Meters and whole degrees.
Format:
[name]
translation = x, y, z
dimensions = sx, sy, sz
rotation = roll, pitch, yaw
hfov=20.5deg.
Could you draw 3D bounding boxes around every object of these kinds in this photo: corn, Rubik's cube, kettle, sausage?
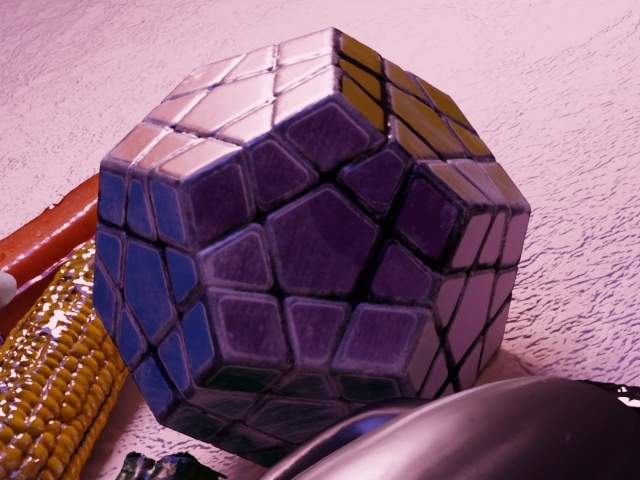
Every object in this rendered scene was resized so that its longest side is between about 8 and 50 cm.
[corn]
translation = -0.220, 0.117, 1.449
dimensions = 0.115, 0.115, 0.318
rotation = -12, 34, 30
[Rubik's cube]
translation = -0.009, 0.010, 1.264
dimensions = 0.264, 0.319, 0.319
rotation = -12, 14, -31
[kettle]
translation = 0.079, 0.180, 0.964
dimensions = 0.271, 0.207, 0.251
rotation = -35, -2, -37
[sausage]
translation = -0.269, 0.037, 1.687
dimensions = 0.330, 0.102, 0.102
rotation = -36, 26, -22

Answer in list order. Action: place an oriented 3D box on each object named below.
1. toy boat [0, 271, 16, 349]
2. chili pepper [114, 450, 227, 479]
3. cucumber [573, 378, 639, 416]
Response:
[toy boat]
translation = -0.346, 0.128, 1.562
dimensions = 0.227, 0.155, 0.085
rotation = -33, -16, -11
[chili pepper]
translation = -0.139, 0.241, 1.206
dimensions = 0.088, 0.059, 0.227
rotation = -1, 37, 23
[cucumber]
translation = 0.223, 0.121, 1.064
dimensions = 0.245, 0.067, 0.067
rotation = -2, 35, 48
